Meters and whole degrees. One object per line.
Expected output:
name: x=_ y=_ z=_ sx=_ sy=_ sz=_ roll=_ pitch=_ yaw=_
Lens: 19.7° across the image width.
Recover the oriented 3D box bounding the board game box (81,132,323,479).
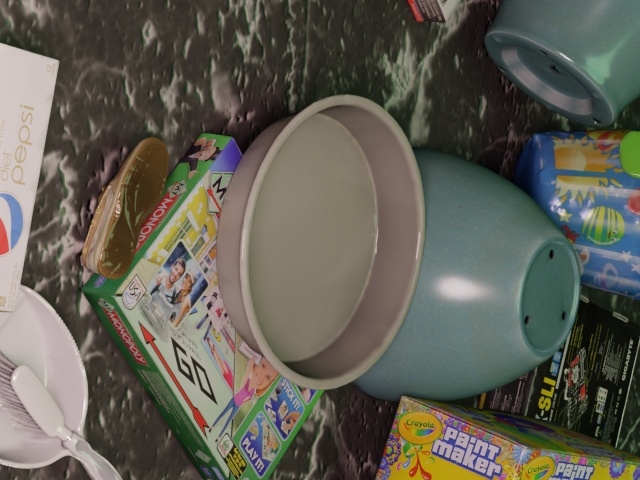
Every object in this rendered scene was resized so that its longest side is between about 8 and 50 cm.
board game box: x=-0.094 y=0.083 z=1.807 sx=0.213 sy=0.046 sz=0.317 roll=-55 pitch=136 yaw=-30

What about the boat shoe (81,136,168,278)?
boat shoe: x=-0.181 y=-0.033 z=1.667 sx=0.050 sy=0.045 sz=0.135 roll=35 pitch=73 yaw=-42

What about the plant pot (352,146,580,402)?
plant pot: x=0.170 y=0.049 z=2.033 sx=0.290 sy=0.195 sz=0.290 roll=-14 pitch=107 yaw=-51

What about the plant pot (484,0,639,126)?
plant pot: x=0.332 y=-0.285 z=2.152 sx=0.255 sy=0.271 sz=0.271 roll=-54 pitch=138 yaw=-11

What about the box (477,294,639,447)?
box: x=0.292 y=0.229 z=2.334 sx=0.257 sy=0.079 sz=0.322 roll=22 pitch=79 yaw=-51

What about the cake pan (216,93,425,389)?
cake pan: x=0.000 y=0.000 z=1.827 sx=0.293 sy=0.054 sz=0.293 roll=-12 pitch=106 yaw=-50

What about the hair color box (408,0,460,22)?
hair color box: x=0.143 y=-0.316 z=2.052 sx=0.141 sy=0.043 sz=0.072 roll=-58 pitch=138 yaw=-31

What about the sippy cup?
sippy cup: x=0.348 y=-0.037 z=2.202 sx=0.240 sy=0.224 sz=0.305 roll=-94 pitch=-168 yaw=-56

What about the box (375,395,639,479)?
box: x=0.198 y=0.341 z=2.038 sx=0.290 sy=0.177 sz=0.279 roll=16 pitch=93 yaw=-49

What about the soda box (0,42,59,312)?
soda box: x=-0.279 y=-0.052 z=1.510 sx=0.074 sy=0.069 sz=0.216 roll=12 pitch=87 yaw=-54

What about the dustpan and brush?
dustpan and brush: x=-0.238 y=0.158 z=1.613 sx=0.147 sy=0.060 sz=0.211 roll=-57 pitch=137 yaw=-29
